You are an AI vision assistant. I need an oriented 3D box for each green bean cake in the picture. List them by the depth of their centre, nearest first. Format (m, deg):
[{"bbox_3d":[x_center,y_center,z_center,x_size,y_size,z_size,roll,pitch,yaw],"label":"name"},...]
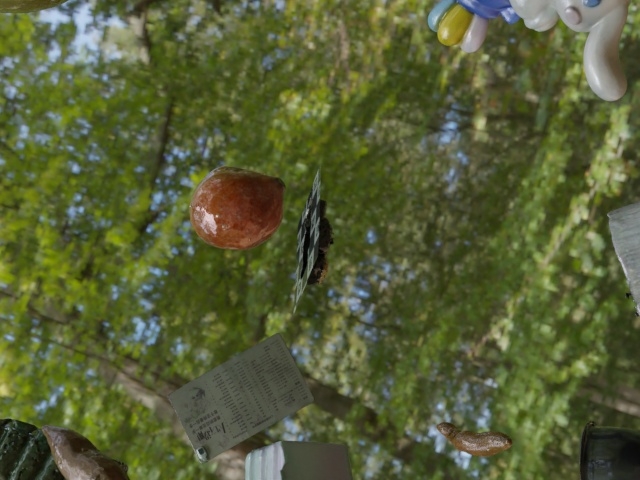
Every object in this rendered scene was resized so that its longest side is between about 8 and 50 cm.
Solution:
[{"bbox_3d":[-0.469,0.386,1.615,0.241,0.255,0.132,102,-170,-77],"label":"green bean cake"}]

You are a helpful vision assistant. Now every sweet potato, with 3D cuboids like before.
[{"bbox_3d":[-0.271,0.283,1.149,0.051,0.218,0.065,-4,-55,-51],"label":"sweet potato"},{"bbox_3d":[0.221,0.292,1.387,0.044,0.179,0.044,3,-98,-26],"label":"sweet potato"}]

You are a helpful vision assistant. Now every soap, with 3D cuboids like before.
[{"bbox_3d":[-0.040,0.589,1.702,0.261,0.156,0.446,141,134,-61],"label":"soap"}]

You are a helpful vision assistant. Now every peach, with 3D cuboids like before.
[{"bbox_3d":[-0.181,-0.083,2.190,0.232,0.233,0.232,-46,-35,-47],"label":"peach"}]

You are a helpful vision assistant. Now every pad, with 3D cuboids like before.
[{"bbox_3d":[-0.161,0.316,1.915,0.265,0.159,0.009,-30,-14,1],"label":"pad"}]

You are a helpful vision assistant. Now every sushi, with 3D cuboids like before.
[{"bbox_3d":[0.000,0.000,1.725,0.192,0.051,0.215,112,164,-50],"label":"sushi"}]

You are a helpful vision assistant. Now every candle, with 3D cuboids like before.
[{"bbox_3d":[0.346,0.047,0.948,0.168,0.068,0.192,-28,-82,-66],"label":"candle"}]

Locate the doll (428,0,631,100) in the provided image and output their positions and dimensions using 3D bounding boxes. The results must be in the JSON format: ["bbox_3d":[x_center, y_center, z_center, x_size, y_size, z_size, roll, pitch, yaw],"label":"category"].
[{"bbox_3d":[0.327,-0.425,1.453,0.187,0.366,0.375,9,-87,-58],"label":"doll"}]

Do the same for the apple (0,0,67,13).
[{"bbox_3d":[-0.387,-0.402,1.108,0.292,0.292,0.254,-21,-48,-62],"label":"apple"}]

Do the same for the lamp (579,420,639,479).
[{"bbox_3d":[0.394,0.246,0.954,0.172,0.228,0.147,29,-126,-56],"label":"lamp"}]
